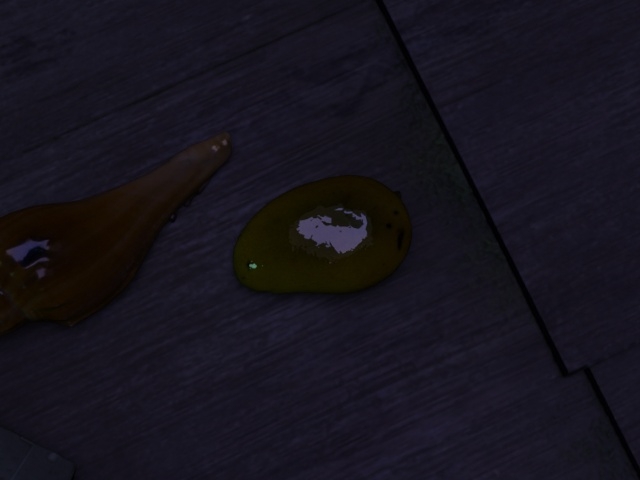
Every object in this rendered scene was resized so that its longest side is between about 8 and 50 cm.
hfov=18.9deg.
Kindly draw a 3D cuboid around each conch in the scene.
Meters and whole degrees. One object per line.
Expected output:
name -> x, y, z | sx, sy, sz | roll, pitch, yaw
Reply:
conch -> -0.208, 0.000, 1.651 | 0.330, 0.093, 0.109 | -34, 75, -11

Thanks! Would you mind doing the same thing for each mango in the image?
mango -> 0.000, 0.000, 1.674 | 0.161, 0.076, 0.103 | -15, 85, 2

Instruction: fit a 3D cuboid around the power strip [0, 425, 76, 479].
power strip -> -0.330, 0.170, 1.612 | 0.272, 0.052, 0.078 | 25, 39, 3
